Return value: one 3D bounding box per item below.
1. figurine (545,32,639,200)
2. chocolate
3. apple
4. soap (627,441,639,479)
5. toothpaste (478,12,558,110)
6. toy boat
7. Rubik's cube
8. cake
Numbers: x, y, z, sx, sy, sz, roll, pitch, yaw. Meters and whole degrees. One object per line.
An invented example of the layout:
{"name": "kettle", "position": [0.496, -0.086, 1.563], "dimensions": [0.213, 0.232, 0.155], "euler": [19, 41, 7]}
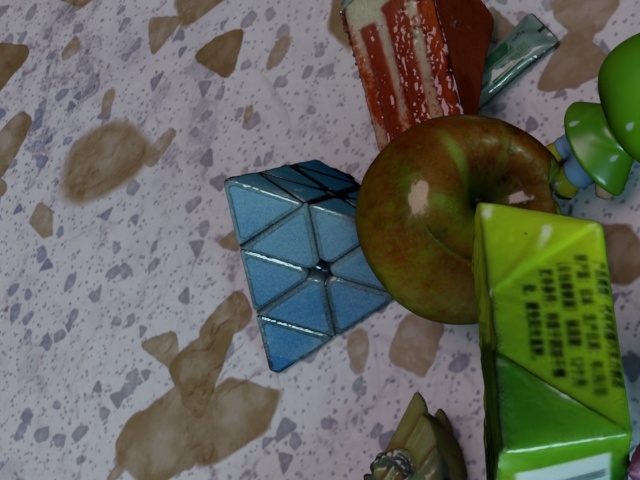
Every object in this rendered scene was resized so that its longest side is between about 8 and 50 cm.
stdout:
{"name": "figurine", "position": [0.361, -0.140, 1.672], "dimensions": [0.263, 0.143, 0.162], "euler": [-36, 50, 35]}
{"name": "chocolate", "position": [0.231, 0.156, 1.487], "dimensions": [0.137, 0.301, 0.289], "euler": [-4, 53, 5]}
{"name": "apple", "position": [0.163, -0.023, 1.703], "dimensions": [0.226, 0.246, 0.246], "euler": [136, 153, -73]}
{"name": "soap", "position": [0.485, 0.212, 1.294], "dimensions": [0.359, 0.233, 0.128], "euler": [6, 72, 42]}
{"name": "toothpaste", "position": [0.210, -0.201, 1.898], "dimensions": [0.218, 0.041, 0.064], "euler": [-43, 57, 9]}
{"name": "toy boat", "position": [0.023, 0.380, 1.674], "dimensions": [0.162, 0.136, 0.445], "euler": [28, 82, 41]}
{"name": "Rubik's cube", "position": [0.002, 0.000, 1.890], "dimensions": [0.233, 0.229, 0.228], "euler": [-30, 83, -24]}
{"name": "cake", "position": [0.145, -0.207, 1.901], "dimensions": [0.158, 0.159, 0.262], "euler": [-25, 69, 35]}
